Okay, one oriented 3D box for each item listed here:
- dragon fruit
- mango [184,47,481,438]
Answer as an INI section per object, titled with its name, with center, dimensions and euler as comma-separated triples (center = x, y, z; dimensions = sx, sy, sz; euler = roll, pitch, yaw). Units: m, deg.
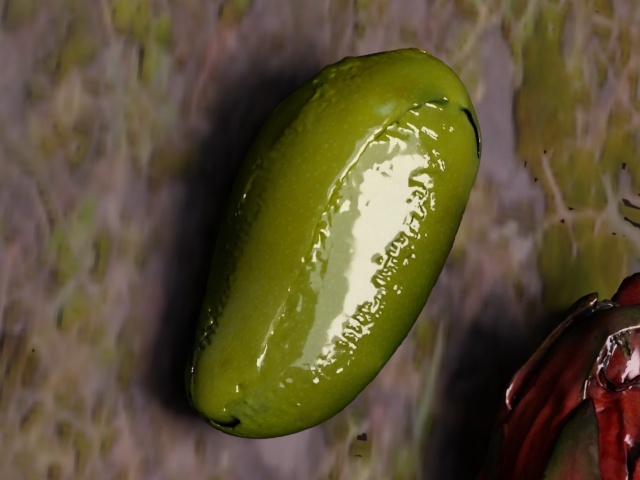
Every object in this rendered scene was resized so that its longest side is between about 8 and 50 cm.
[dragon fruit]
center = 0.126, 0.086, 0.749
dimensions = 0.121, 0.130, 0.142
euler = -9, 99, -70
[mango]
center = 0.000, 0.000, 0.718
dimensions = 0.091, 0.074, 0.165
euler = 39, 79, -27
